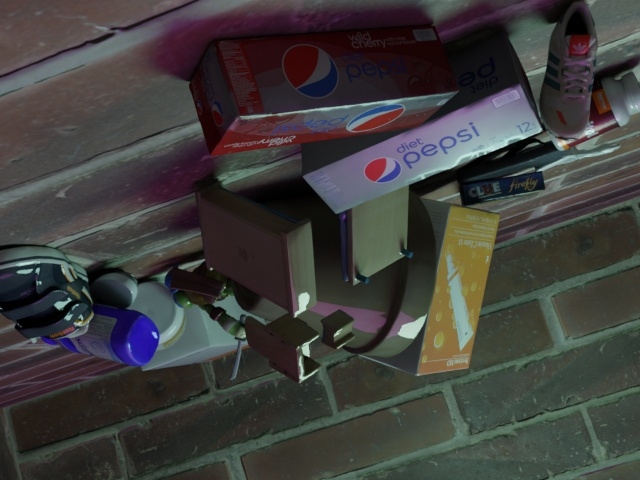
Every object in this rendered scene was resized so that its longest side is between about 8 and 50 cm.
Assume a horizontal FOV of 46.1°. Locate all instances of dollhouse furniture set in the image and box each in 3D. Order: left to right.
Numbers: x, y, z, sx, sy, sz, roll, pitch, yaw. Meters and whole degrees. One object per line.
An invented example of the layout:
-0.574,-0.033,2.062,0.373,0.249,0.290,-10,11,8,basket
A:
0.000,0.000,1.171,0.303,0.286,0.198,-28,-141,-36,dollhouse furniture set

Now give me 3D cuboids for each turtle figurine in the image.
-0.161,0.102,1.593,0.266,0.274,0.198,-29,-160,32,turtle figurine

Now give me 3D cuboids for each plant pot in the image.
0.003,0.044,1.340,0.280,0.323,0.323,6,160,-27,plant pot

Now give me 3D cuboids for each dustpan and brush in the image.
0.522,-0.182,1.596,0.211,0.060,0.147,-23,169,27,dustpan and brush

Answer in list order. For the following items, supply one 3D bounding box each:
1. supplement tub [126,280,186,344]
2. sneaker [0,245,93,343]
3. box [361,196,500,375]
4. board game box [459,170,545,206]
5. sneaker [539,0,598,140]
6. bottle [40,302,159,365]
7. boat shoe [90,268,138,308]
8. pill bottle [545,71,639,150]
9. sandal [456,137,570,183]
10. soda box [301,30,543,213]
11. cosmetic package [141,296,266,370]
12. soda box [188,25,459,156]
-0.379,0.170,1.700,0.144,0.144,0.199,-16,170,-11,supplement tub
-0.453,0.094,1.232,0.126,0.127,0.321,-17,169,3,sneaker
0.224,0.088,1.578,0.168,0.345,0.215,14,-174,39,box
0.396,-0.110,1.669,0.165,0.042,0.243,-10,179,8,board game box
0.288,-0.199,0.869,0.057,0.161,0.075,6,166,11,sneaker
-0.452,0.167,1.442,0.283,0.092,0.118,8,149,22,bottle
-0.399,0.093,1.469,0.228,0.080,0.076,-33,-161,55,boat shoe
0.446,-0.213,1.227,0.152,0.086,0.086,-24,168,27,pill bottle
0.368,-0.163,1.487,0.097,0.054,0.254,-6,175,-41,sandal
0.117,-0.141,0.932,0.286,0.098,0.091,-21,139,23,soda box
-0.345,0.266,2.238,0.230,0.161,0.453,-20,169,15,cosmetic package
0.006,-0.157,0.777,0.263,0.083,0.092,-12,168,-28,soda box
